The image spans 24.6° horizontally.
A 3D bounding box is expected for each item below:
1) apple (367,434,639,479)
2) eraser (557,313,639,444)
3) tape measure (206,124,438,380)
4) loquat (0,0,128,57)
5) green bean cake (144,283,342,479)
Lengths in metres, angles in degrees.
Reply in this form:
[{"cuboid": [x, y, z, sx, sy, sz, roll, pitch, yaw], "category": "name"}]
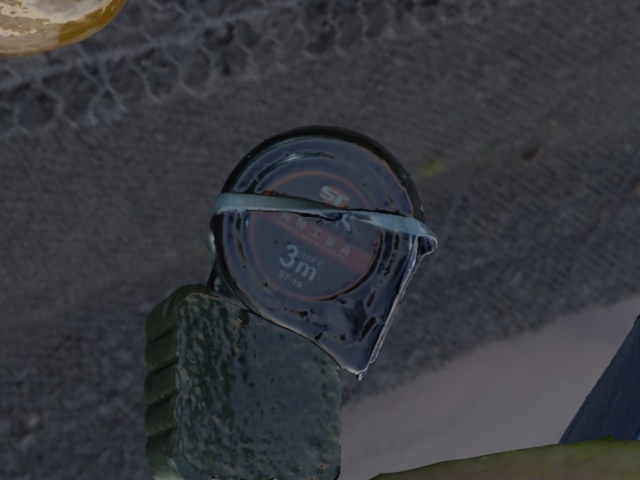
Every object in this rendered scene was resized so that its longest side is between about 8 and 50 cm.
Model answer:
[{"cuboid": [0.058, 0.156, 0.435, 0.265, 0.120, 0.193, -13, 114, 1], "category": "apple"}, {"cuboid": [0.239, 0.100, 1.024, 0.144, 0.043, 0.311, -71, -176, -53], "category": "eraser"}, {"cuboid": [0.002, -0.005, 1.222, 0.181, 0.182, 0.107, -59, 173, 6], "category": "tape measure"}, {"cuboid": [-0.186, -0.198, 0.858, 0.187, 0.176, 0.234, -48, 172, 1], "category": "loquat"}, {"cuboid": [-0.074, 0.145, 1.383, 0.183, 0.185, 0.094, 9, 157, -30], "category": "green bean cake"}]
